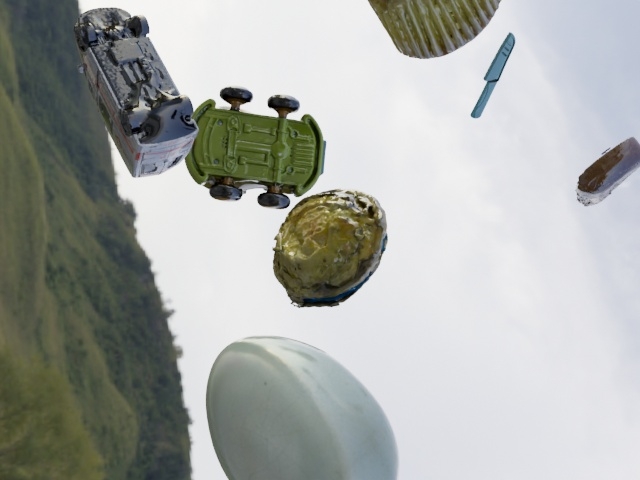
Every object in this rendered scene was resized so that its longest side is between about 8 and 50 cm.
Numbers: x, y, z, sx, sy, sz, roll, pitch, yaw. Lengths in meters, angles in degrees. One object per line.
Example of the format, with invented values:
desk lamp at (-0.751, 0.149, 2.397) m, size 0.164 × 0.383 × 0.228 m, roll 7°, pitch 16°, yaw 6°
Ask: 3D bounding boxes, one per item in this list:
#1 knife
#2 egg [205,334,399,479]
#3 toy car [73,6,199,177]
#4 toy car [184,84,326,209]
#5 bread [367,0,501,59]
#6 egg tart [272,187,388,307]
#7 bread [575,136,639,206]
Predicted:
knife at (0.139, -0.132, 0.588) m, size 0.091 × 0.014 × 0.005 m, roll 107°, pitch -23°, yaw -53°
egg at (-0.021, 0.178, 0.670) m, size 0.209 × 0.151 × 0.151 m, roll 47°, pitch -42°, yaw 13°
toy car at (-0.235, -0.183, 0.898) m, size 0.209 × 0.089 × 0.108 m, roll 60°, pitch -31°, yaw 12°
toy car at (-0.120, -0.156, 1.287) m, size 0.142 × 0.248 × 0.200 m, roll 161°, pitch -62°, yaw -76°
bread at (0.149, -0.357, 0.974) m, size 0.179 × 0.133 × 0.250 m, roll -24°, pitch -135°, yaw 19°
egg tart at (0.000, 0.000, 1.439) m, size 0.291 × 0.107 × 0.290 m, roll -21°, pitch -132°, yaw 25°
bread at (0.499, -0.111, 1.247) m, size 0.044 × 0.129 × 0.126 m, roll 49°, pitch -1°, yaw 28°
